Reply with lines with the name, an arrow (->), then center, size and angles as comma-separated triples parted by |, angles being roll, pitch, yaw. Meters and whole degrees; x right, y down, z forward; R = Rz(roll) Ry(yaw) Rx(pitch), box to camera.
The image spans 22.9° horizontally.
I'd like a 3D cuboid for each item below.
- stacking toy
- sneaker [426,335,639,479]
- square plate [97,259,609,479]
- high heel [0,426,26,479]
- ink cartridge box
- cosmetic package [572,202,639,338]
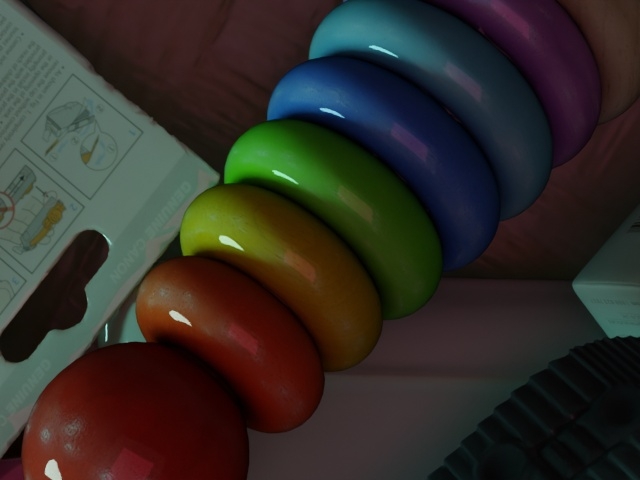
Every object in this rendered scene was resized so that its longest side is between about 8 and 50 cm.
stacking toy -> 0.000, 0.000, 0.670 | 0.141, 0.141, 0.330 | 42, 70, -6
sneaker -> 0.054, 0.181, 0.689 | 0.319, 0.112, 0.131 | -34, 132, 3
square plate -> 0.059, 0.186, 0.768 | 0.347, 0.049, 0.344 | 2, 99, -14
high heel -> -0.118, 0.071, 0.763 | 0.244, 0.082, 0.117 | -8, 106, -4
ink cartridge box -> -0.186, -0.030, 0.743 | 0.232, 0.066, 0.189 | 39, 95, 4
cosmetic package -> 0.231, 0.065, 0.731 | 0.117, 0.085, 0.231 | -47, 110, -19
